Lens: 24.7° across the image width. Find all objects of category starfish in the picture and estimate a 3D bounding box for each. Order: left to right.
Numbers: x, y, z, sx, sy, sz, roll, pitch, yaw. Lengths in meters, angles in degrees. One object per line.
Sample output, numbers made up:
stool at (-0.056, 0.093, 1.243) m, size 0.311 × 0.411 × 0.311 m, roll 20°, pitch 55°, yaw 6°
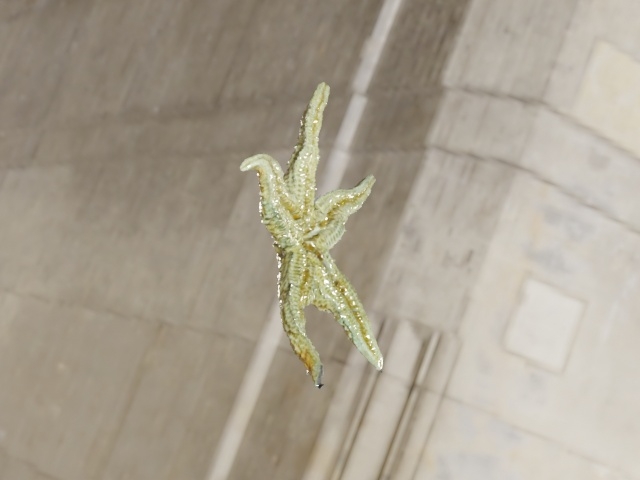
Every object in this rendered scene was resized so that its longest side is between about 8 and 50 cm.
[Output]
starfish at (-0.002, 0.000, 1.703) m, size 0.078 × 0.347 × 0.358 m, roll -16°, pitch -174°, yaw 22°
